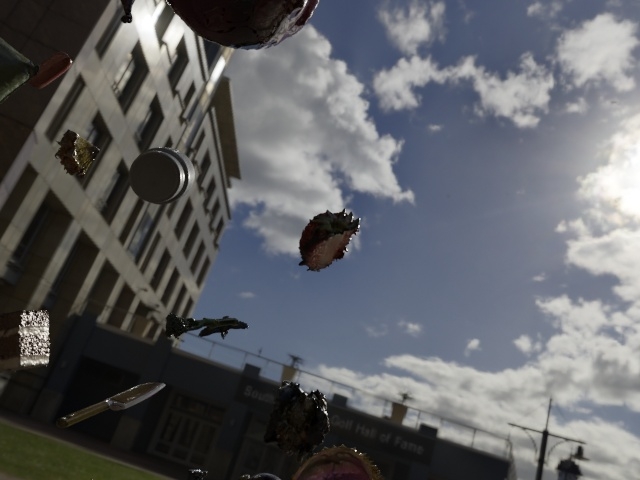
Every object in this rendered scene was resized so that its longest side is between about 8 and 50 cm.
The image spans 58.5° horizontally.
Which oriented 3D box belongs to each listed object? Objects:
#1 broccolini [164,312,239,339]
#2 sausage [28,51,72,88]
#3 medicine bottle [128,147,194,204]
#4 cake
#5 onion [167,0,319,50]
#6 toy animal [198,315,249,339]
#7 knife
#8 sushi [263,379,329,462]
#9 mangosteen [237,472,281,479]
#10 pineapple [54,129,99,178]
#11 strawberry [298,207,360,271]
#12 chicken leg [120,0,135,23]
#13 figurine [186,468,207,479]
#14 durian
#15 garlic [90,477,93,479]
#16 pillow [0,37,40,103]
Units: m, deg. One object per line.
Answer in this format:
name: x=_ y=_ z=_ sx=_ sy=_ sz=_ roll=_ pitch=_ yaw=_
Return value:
broccolini: x=-0.306 y=0.221 z=1.521 sx=0.216 sy=0.067 sz=0.058 roll=3 pitch=-30 yaw=-38
sausage: x=-0.880 y=-0.552 z=1.856 sx=0.062 sy=0.154 sz=0.062 roll=40 pitch=-17 yaw=15
medicine bottle: x=-0.581 y=-0.237 z=2.099 sx=0.208 sy=0.208 sz=0.339 roll=23 pitch=6 yaw=-10
cake: x=-0.760 y=0.253 z=1.418 sx=0.135 sy=0.147 sz=0.134 roll=-13 pitch=-8 yaw=7
onion: x=-0.140 y=-0.573 z=1.193 sx=0.398 sy=0.398 sz=0.420 roll=43 pitch=6 yaw=-46
toy animal: x=-0.391 y=0.357 z=2.337 sx=0.220 sy=0.108 sz=0.062 roll=-11 pitch=-73 yaw=13
knife: x=-0.369 y=0.298 z=1.039 sx=0.046 sy=0.022 sz=0.256 roll=7 pitch=4 yaw=21
sushi: x=-0.069 y=0.608 z=1.949 sx=0.219 sy=0.225 sz=0.238 roll=11 pitch=-50 yaw=12
mangosteen: x=-0.214 y=0.854 z=1.868 sx=0.230 sy=0.194 sz=0.194 roll=11 pitch=-23 yaw=10
pineapple: x=-0.670 y=-0.248 z=1.589 sx=0.069 sy=0.116 sz=0.137 roll=29 pitch=-51 yaw=19
strawberry: x=0.000 y=0.000 z=2.068 sx=0.137 sy=0.233 sz=0.306 roll=58 pitch=-30 yaw=19
chicken leg: x=-0.456 y=-0.610 z=1.388 sx=0.048 sy=0.219 sz=0.089 roll=-22 pitch=-50 yaw=24
figurine: x=-0.298 y=0.584 z=1.277 sx=0.079 sy=0.136 sz=0.077 roll=-6 pitch=-20 yaw=15
durian: x=0.041 y=0.524 z=1.223 sx=0.165 sy=0.182 sz=0.132 roll=49 pitch=4 yaw=3
garlic: x=-0.530 y=0.687 z=1.388 sx=0.090 sy=0.128 sz=0.198 roll=-1 pitch=13 yaw=-31
pillow: x=-0.585 y=-0.299 z=0.829 sx=0.302 sy=0.185 sz=0.075 roll=47 pitch=-23 yaw=-27
